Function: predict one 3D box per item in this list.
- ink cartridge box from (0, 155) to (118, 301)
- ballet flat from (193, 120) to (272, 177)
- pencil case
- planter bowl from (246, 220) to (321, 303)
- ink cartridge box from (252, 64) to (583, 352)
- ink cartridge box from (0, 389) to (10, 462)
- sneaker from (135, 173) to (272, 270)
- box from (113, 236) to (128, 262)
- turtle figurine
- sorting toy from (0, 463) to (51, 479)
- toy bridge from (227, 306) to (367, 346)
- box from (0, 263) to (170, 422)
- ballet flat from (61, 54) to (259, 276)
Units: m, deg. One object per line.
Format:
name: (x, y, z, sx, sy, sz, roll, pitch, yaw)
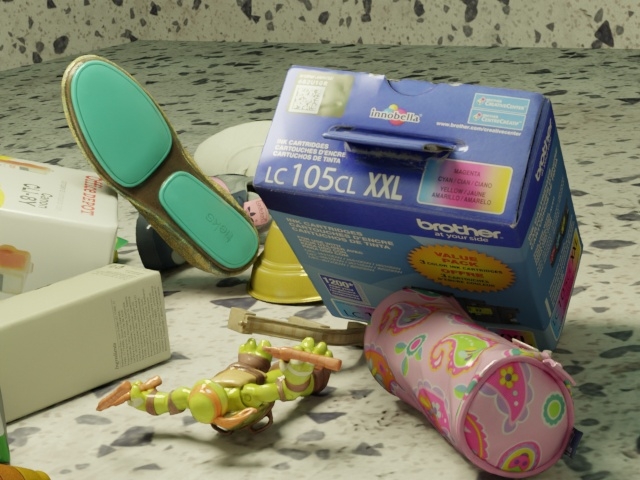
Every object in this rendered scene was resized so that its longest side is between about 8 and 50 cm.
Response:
ink cartridge box: (-0.448, -0.013, 1.844, 0.384, 0.160, 0.279, 11, 14, -10)
ballet flat: (-0.023, -0.117, 2.385, 0.400, 0.139, 0.139, -1, 16, 12)
pencil case: (0.137, 0.128, 1.398, 0.124, 0.124, 0.284, -10, 13, -16)
planter bowl: (0.000, 0.000, 1.939, 0.217, 0.090, 0.217, -11, 17, 3)
ink cartridge box: (0.104, -0.039, 1.506, 0.270, 0.151, 0.395, 9, -24, 20)
ink cartridge box: (-0.406, 0.164, 1.396, 0.208, 0.087, 0.153, -9, -27, -11)
sneaker: (-0.151, -0.037, 2.132, 0.131, 0.112, 0.319, -2, 16, 22)
box: (-0.372, 0.023, 2.123, 0.179, 0.043, 0.105, -1, 15, 25)
turtle figurine: (-0.066, 0.146, 1.470, 0.269, 0.087, 0.217, -15, 0, 25)
sorting toy: (-0.351, 0.133, 1.290, 0.126, 0.127, 0.365, -12, 53, -47)
toy bridge: (-0.013, 0.099, 1.629, 0.188, 0.026, 0.063, 9, 4, -39)
box: (-0.301, 0.115, 1.632, 0.275, 0.113, 0.094, -18, 19, -42)
ballet flat: (-0.218, -0.087, 1.906, 0.123, 0.348, 0.123, -37, 18, 15)
